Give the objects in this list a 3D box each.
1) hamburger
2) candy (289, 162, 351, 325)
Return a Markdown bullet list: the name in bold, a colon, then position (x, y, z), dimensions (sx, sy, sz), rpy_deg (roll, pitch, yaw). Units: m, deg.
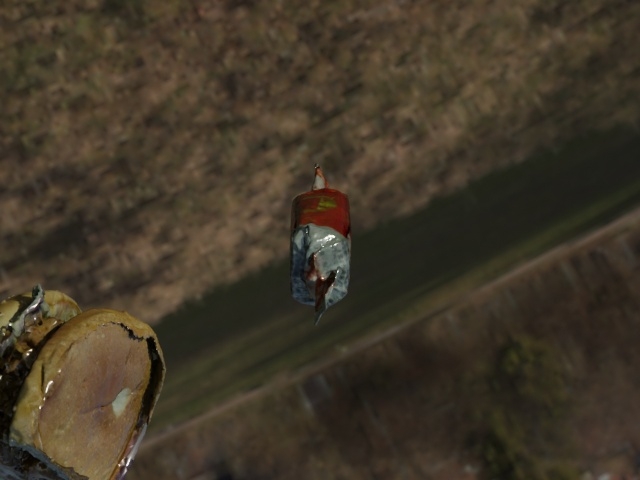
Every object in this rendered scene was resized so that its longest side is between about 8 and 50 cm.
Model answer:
- **hamburger**: position (-0.352, 0.209, 2.133), dimensions (0.195, 0.277, 0.318), rpy_deg (10, 153, 25)
- **candy**: position (-0.001, 0.001, 1.528), dimensions (0.059, 0.086, 0.292), rpy_deg (4, -160, -1)
